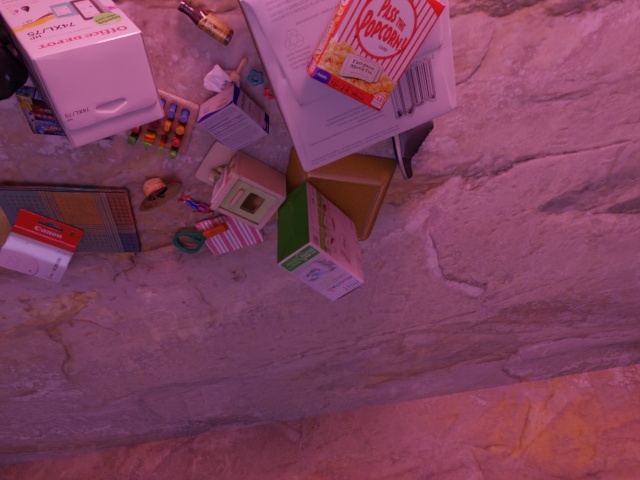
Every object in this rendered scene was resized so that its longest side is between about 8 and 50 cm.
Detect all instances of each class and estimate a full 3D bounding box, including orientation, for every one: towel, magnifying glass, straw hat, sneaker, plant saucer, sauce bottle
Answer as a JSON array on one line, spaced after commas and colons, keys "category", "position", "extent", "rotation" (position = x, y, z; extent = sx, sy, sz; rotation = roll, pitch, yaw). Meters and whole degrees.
[{"category": "towel", "position": [-0.303, -0.031, 1.453], "extent": [0.197, 0.029, 0.144], "rotation": [-15, 130, 8]}, {"category": "magnifying glass", "position": [-0.396, -0.013, 1.428], "extent": [0.231, 0.026, 0.092], "rotation": [-18, 127, 31]}, {"category": "straw hat", "position": [-0.495, -0.151, 1.289], "extent": [0.144, 0.144, 0.061], "rotation": [-39, 84, 27]}, {"category": "towel", "position": [-0.781, -0.063, 1.366], "extent": [0.371, 0.040, 0.271], "rotation": [1, 134, -9]}, {"category": "sneaker", "position": [0.271, -0.276, 1.237], "extent": [0.118, 0.083, 0.222], "rotation": [-15, 132, 8]}, {"category": "plant saucer", "position": [0.047, -0.119, 1.367], "extent": [0.333, 0.081, 0.332], "rotation": [6, 132, -11]}, {"category": "sauce bottle", "position": [-0.264, -0.503, 0.994], "extent": [0.128, 0.042, 0.042], "rotation": [25, 126, -26]}]

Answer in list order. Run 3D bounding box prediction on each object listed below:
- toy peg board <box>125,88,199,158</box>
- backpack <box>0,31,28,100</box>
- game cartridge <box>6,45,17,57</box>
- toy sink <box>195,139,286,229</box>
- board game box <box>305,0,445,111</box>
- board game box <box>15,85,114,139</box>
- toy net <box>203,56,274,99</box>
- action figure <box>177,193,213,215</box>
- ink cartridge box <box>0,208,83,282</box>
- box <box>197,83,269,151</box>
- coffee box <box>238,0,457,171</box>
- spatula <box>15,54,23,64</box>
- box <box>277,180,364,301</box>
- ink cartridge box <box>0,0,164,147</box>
[{"category": "toy peg board", "position": [-0.425, -0.304, 1.142], "extent": [0.161, 0.079, 0.160], "rotation": [17, 130, -21]}, {"category": "backpack", "position": [-0.813, -0.401, 0.839], "extent": [0.273, 0.356, 0.290], "rotation": [-48, 150, -6]}, {"category": "game cartridge", "position": [-0.747, -0.447, 0.988], "extent": [0.083, 0.056, 0.017], "rotation": [35, 114, -29]}, {"category": "toy sink", "position": [-0.238, -0.157, 1.265], "extent": [0.234, 0.131, 0.153], "rotation": [26, 125, -27]}, {"category": "board game box", "position": [0.086, -0.331, 0.706], "extent": [0.147, 0.045, 0.193], "rotation": [16, 123, -28]}, {"category": "board game box", "position": [-0.622, -0.316, 1.079], "extent": [0.194, 0.060, 0.194], "rotation": [6, 165, -23]}, {"category": "toy net", "position": [-0.176, -0.412, 1.092], "extent": [0.232, 0.045, 0.122], "rotation": [-11, 135, 7]}, {"category": "action figure", "position": [-0.393, -0.107, 1.369], "extent": [0.115, 0.030, 0.038], "rotation": [24, 122, -28]}, {"category": "ink cartridge box", "position": [-0.892, 0.026, 1.372], "extent": [0.189, 0.066, 0.232], "rotation": [25, 130, -29]}, {"category": "box", "position": [-0.224, -0.315, 1.124], "extent": [0.126, 0.072, 0.137], "rotation": [-19, 147, 28]}, {"category": "coffee box", "position": [0.038, -0.415, 0.877], "extent": [0.338, 0.334, 0.338], "rotation": [-22, 132, 2]}, {"category": "spatula", "position": [-0.617, -0.479, 0.972], "extent": [0.296, 0.084, 0.030], "rotation": [-40, 96, 21]}, {"category": "box", "position": [0.000, 0.000, 1.241], "extent": [0.127, 0.261, 0.231], "rotation": [-34, 129, 25]}, {"category": "ink cartridge box", "position": [-0.488, -0.368, 0.886], "extent": [0.198, 0.270, 0.197], "rotation": [-30, 150, -25]}]
